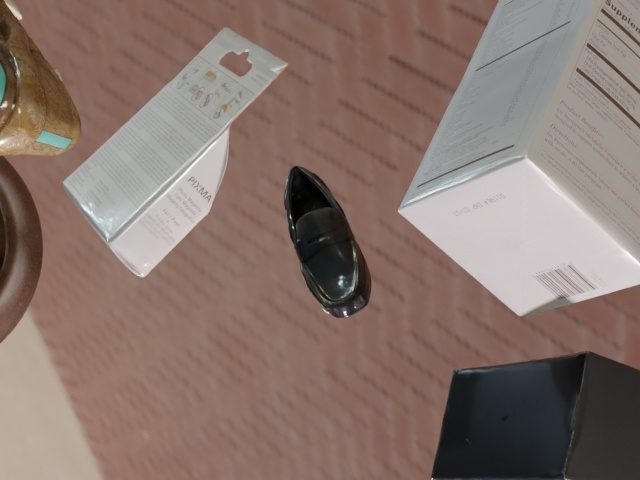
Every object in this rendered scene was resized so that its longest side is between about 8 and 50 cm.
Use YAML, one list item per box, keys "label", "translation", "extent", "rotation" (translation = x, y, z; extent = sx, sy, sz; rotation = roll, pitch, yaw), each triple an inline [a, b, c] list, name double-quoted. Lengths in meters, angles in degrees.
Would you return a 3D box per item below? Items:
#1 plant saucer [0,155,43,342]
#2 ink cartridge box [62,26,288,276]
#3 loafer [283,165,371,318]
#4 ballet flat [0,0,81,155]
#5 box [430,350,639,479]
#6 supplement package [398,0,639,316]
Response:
- label: "plant saucer"
  translation: [-0.470, 0.003, 1.580]
  extent: [0.310, 0.311, 0.050]
  rotation: [60, 160, 1]
- label: "ink cartridge box"
  translation: [-0.131, -0.090, 1.339]
  extent: [0.066, 0.232, 0.189]
  rotation: [52, 174, -30]
- label: "loafer"
  translation: [0.000, 0.000, 1.602]
  extent: [0.078, 0.076, 0.223]
  rotation: [60, -174, -43]
- label: "ballet flat"
  translation: [-0.302, -0.180, 1.225]
  extent: [0.124, 0.116, 0.342]
  rotation: [23, -161, -49]
- label: "box"
  translation: [0.249, 0.177, 1.100]
  extent: [0.261, 0.103, 0.184]
  rotation: [21, 160, -22]
- label: "supplement package"
  translation: [0.185, -0.089, 1.008]
  extent: [0.134, 0.244, 0.139]
  rotation: [40, 147, -20]
